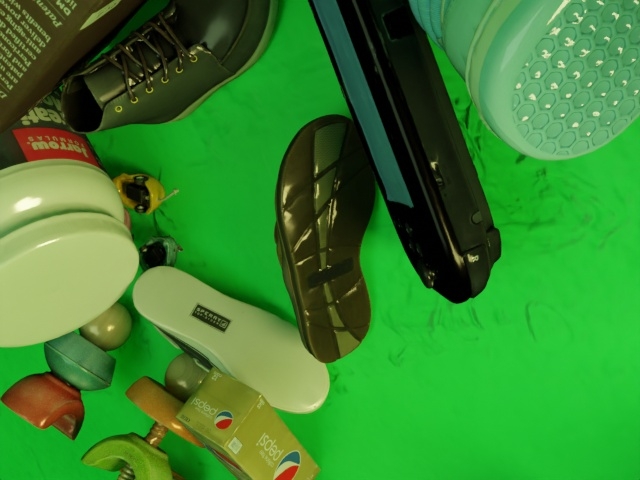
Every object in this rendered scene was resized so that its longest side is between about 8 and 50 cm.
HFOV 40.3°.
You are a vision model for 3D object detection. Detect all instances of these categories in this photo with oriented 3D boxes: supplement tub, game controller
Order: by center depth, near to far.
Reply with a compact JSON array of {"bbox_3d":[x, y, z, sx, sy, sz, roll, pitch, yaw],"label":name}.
[{"bbox_3d":[0.037,-0.111,0.606,0.166,0.067,0.319,-167,55,-75],"label":"game controller"},{"bbox_3d":[-0.311,-0.054,0.854,0.272,0.191,0.191,55,135,24],"label":"supplement tub"}]

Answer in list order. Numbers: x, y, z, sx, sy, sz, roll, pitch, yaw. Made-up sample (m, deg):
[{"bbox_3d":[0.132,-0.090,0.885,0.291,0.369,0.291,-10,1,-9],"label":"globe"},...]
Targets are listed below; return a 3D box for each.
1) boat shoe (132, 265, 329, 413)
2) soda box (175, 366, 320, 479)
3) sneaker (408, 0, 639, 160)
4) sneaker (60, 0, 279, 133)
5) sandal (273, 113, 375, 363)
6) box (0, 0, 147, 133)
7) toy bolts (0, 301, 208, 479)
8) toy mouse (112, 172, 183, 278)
[{"bbox_3d":[-0.084,0.099,0.853,0.219,0.078,0.070,32,160,16],"label":"boat shoe"},{"bbox_3d":[-0.063,0.193,0.820,0.061,0.058,0.181,23,155,32],"label":"soda box"},{"bbox_3d":[0.161,-0.215,0.463,0.319,0.127,0.208,-48,35,13],"label":"sneaker"},{"bbox_3d":[-0.128,-0.156,0.734,0.083,0.118,0.222,56,134,6],"label":"sneaker"},{"bbox_3d":[0.000,0.000,0.737,0.060,0.090,0.219,35,139,52],"label":"sandal"},{"bbox_3d":[-0.182,-0.241,0.661,0.143,0.191,0.381,48,139,-15],"label":"box"},{"bbox_3d":[-0.208,0.175,0.979,0.228,0.158,0.218,30,167,15],"label":"toy bolts"},{"bbox_3d":[-0.189,-0.006,0.914,0.161,0.031,0.143,17,119,35],"label":"toy mouse"}]
